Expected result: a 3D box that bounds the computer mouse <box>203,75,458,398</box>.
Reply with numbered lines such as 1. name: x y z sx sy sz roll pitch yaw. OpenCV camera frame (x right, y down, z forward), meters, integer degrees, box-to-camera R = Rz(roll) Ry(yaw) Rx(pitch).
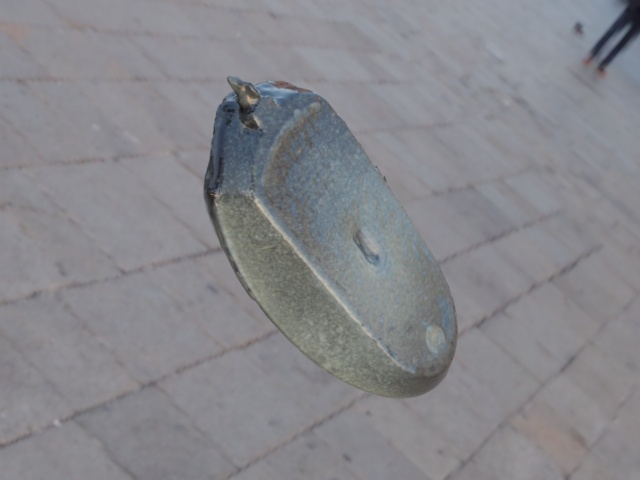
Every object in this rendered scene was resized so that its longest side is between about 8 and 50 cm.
1. computer mouse: -0.003 0.003 0.733 0.229 0.068 0.113 53 44 -22
